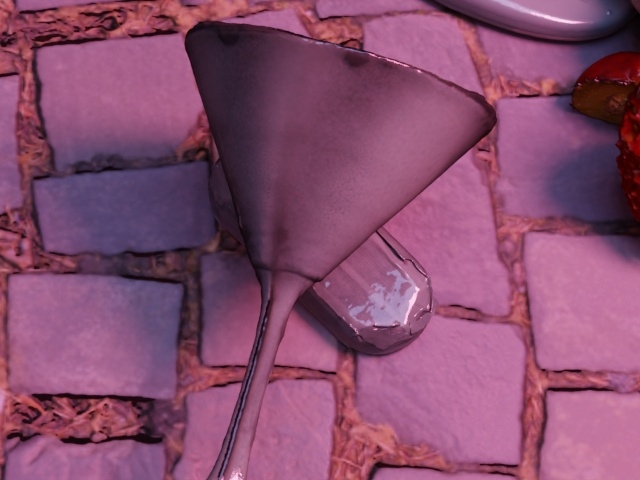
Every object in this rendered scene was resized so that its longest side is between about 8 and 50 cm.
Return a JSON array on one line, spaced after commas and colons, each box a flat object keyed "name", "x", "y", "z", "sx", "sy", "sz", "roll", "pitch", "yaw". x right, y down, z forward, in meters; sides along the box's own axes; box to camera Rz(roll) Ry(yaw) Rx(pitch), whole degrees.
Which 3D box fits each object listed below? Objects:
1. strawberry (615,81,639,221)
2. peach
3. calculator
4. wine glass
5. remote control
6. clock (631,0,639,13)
[{"name": "strawberry", "x": 0.323, "y": -0.096, "z": 1.508, "sx": 0.167, "sy": 0.208, "sz": 0.087, "roll": -41, "pitch": 38, "yaw": -23}, {"name": "peach", "x": 0.287, "y": -0.149, "z": 1.563, "sx": 0.098, "sy": 0.098, "sz": 0.061, "roll": 17, "pitch": 66, "yaw": 1}, {"name": "calculator", "x": 0.185, "y": -0.298, "z": 1.636, "sx": 0.295, "sy": 0.042, "sz": 0.184, "roll": 22, "pitch": 68, "yaw": 2}, {"name": "wine glass", "x": -0.038, "y": 0.056, "z": 1.337, "sx": 0.267, "sy": 0.267, "sz": 0.406, "roll": 17, "pitch": 84, "yaw": 1}, {"name": "remote control", "x": 0.000, "y": 0.000, "z": 1.495, "sx": 0.247, "sy": 0.052, "sz": 0.104, "roll": 43, "pitch": 75, "yaw": 10}, {"name": "clock", "x": 0.341, "y": -0.239, "z": 1.541, "sx": 0.103, "sy": 0.144, "sz": 0.231, "roll": -35, "pitch": 38, "yaw": 11}]
